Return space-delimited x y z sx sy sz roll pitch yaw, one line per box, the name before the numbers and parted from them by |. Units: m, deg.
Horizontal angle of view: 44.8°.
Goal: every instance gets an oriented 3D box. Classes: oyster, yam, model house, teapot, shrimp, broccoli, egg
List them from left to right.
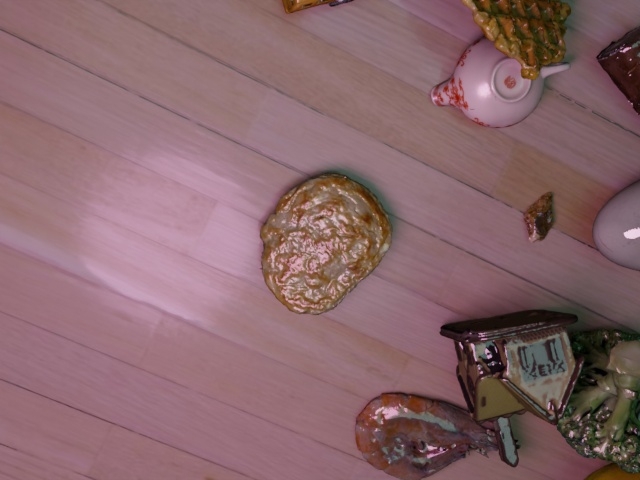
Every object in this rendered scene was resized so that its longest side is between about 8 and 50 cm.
shrimp | 0.216 0.380 1.449 0.317 0.062 0.164 12 102 -5
teapot | 0.323 -0.278 1.346 0.246 0.116 0.159 -8 89 -12
model house | 0.345 0.268 1.342 0.205 0.218 0.278 -11 88 -5
oyster | 0.402 -0.041 1.422 0.051 0.034 0.093 -2 95 -15
broccoli | 0.525 0.264 1.370 0.270 0.270 0.270 -22 143 -4
egg | 0.616 -0.031 1.376 0.264 0.183 0.182 -13 100 2
yam | 0.618 -0.261 1.373 0.131 0.131 0.279 -45 102 1

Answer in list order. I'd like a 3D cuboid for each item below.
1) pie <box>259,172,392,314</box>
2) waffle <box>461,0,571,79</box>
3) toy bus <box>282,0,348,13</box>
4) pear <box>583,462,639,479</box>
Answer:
pie | 0.000 0.000 1.345 0.248 0.090 0.201 -45 91 0
waffle | 0.316 -0.408 1.275 0.291 0.051 0.291 14 65 -34
toy bus | 0.093 -0.469 1.266 0.336 0.123 0.121 -17 103 -6
pear | 0.645 0.562 1.382 0.391 0.391 0.391 -1 99 -8
